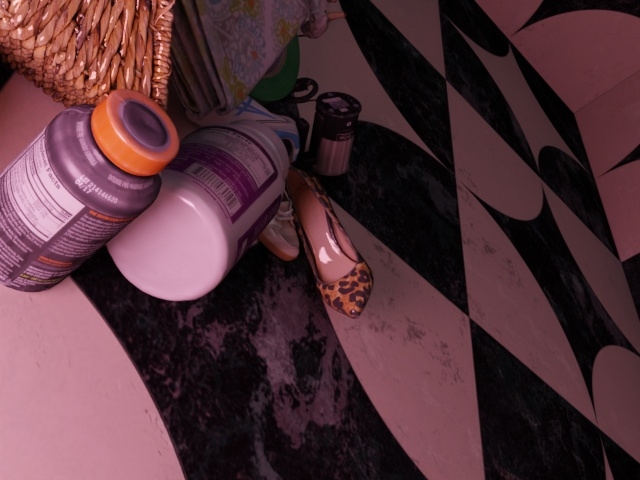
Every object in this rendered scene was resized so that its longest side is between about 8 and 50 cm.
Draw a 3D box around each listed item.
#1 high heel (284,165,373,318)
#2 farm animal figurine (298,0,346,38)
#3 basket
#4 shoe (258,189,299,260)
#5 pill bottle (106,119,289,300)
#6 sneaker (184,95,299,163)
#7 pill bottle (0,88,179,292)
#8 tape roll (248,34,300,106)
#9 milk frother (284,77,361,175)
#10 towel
[{"bbox_3d":[0.000,0.000,1.279,0.186,0.093,0.261,56,10,-32],"label":"high heel"},{"bbox_3d":[-0.098,-0.567,1.629,0.330,0.172,0.326,-151,-131,-66],"label":"farm animal figurine"},{"bbox_3d":[-0.259,-0.266,0.968,0.223,0.213,0.299,38,-10,-26],"label":"basket"},{"bbox_3d":[-0.090,-0.069,1.287,0.219,0.058,0.076,60,30,8],"label":"shoe"},{"bbox_3d":[-0.148,-0.059,1.085,0.169,0.169,0.301,50,30,-9],"label":"pill bottle"},{"bbox_3d":[-0.122,-0.185,1.339,0.237,0.085,0.086,13,57,-46],"label":"sneaker"},{"bbox_3d":[-0.256,-0.055,0.844,0.130,0.246,0.130,36,35,-31],"label":"pill bottle"},{"bbox_3d":[-0.159,-0.386,1.405,0.321,0.077,0.321,32,50,-48],"label":"tape roll"},{"bbox_3d":[-0.005,-0.215,1.494,0.129,0.134,0.143,-2,43,-17],"label":"milk frother"},{"bbox_3d":[-0.145,-0.407,1.218,0.374,0.090,0.320,-61,145,-43],"label":"towel"}]
